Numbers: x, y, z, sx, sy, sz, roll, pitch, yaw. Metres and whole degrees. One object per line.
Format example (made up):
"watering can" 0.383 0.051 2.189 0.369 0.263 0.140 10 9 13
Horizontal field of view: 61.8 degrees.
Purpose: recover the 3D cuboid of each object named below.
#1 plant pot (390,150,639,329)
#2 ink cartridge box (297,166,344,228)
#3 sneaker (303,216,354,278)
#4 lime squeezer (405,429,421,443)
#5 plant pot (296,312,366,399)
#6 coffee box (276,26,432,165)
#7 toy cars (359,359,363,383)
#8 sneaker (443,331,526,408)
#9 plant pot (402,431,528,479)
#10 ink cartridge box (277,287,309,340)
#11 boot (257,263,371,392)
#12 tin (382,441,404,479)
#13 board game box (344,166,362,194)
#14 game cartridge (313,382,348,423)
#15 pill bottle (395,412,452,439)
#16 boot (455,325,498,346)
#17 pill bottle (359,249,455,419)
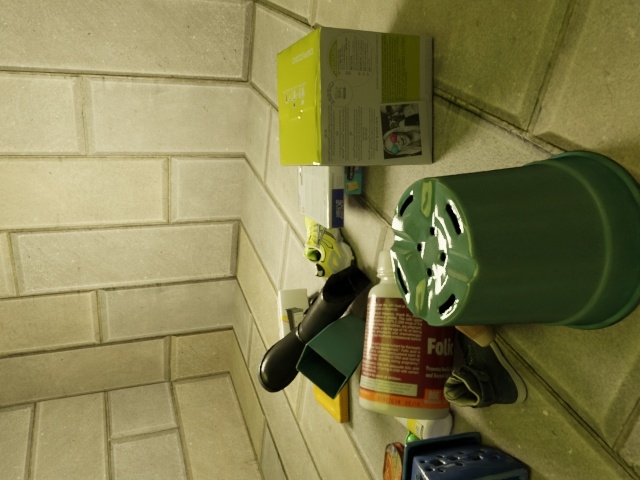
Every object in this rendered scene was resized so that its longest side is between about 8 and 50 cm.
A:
"plant pot" 0.328 0.009 0.963 0.341 0.334 0.340 177 90 -69
"ink cartridge box" -0.001 -0.228 1.887 0.330 0.072 0.323 -146 53 -67
"sneaker" 0.000 0.000 2.027 0.384 0.147 0.145 -121 33 -51
"lime squeezer" 0.278 0.588 1.521 0.310 0.059 0.110 -115 0 -45
"plant pot" 0.067 0.365 1.783 0.166 0.234 0.165 37 138 15
"coffee box" 0.083 -0.378 1.502 0.338 0.335 0.338 -163 70 -67
"toy cars" 0.225 0.366 1.616 0.393 0.087 0.176 115 156 -43
"sneaker" 0.335 0.286 1.222 0.226 0.164 0.086 -123 34 -53
"plant pot" 0.313 0.590 1.245 0.212 0.236 0.235 -142 51 -69
"ink cartridge box" -0.112 0.384 2.309 0.226 0.131 0.306 107 157 -67
"boot" -0.031 0.312 1.871 0.146 0.367 0.445 40 138 2
"tin" 0.240 0.732 1.700 0.106 0.040 0.189 -133 44 -64
"board game box" 0.048 -0.322 1.944 0.336 0.079 0.253 -145 55 -63
"game cartridge" 0.033 0.530 2.161 0.285 0.053 0.323 -169 78 -68
"pill bottle" 0.265 0.472 1.471 0.184 0.103 0.103 25 117 55
"boot" 0.300 0.120 1.172 0.207 0.090 0.248 50 -168 8
"pill bottle" 0.225 0.230 1.347 0.224 0.224 0.391 165 113 -68
